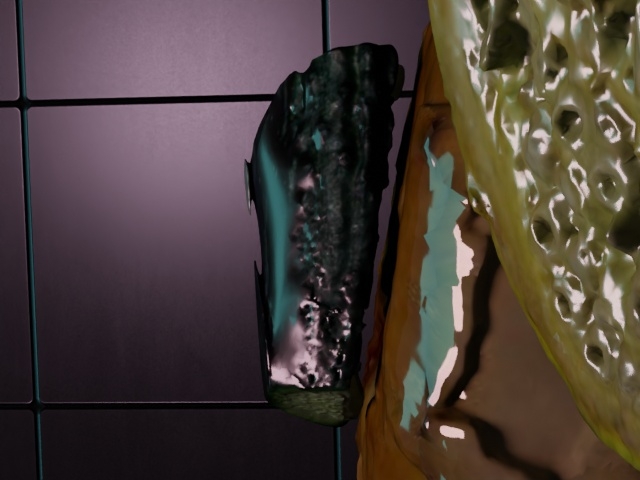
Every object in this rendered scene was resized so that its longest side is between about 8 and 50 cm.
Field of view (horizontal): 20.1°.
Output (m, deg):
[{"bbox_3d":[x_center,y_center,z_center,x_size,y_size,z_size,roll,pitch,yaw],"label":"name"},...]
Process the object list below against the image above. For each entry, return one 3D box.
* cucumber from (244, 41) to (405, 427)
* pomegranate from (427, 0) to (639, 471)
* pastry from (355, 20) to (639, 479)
[{"bbox_3d":[0.000,0.000,0.992,0.115,0.085,0.193,105,166,-69],"label":"cucumber"},{"bbox_3d":[0.134,-0.048,0.352,0.241,0.159,0.190,179,78,-73],"label":"pomegranate"},{"bbox_3d":[0.155,0.027,1.001,0.409,0.245,0.409,9,-90,-89],"label":"pastry"}]
